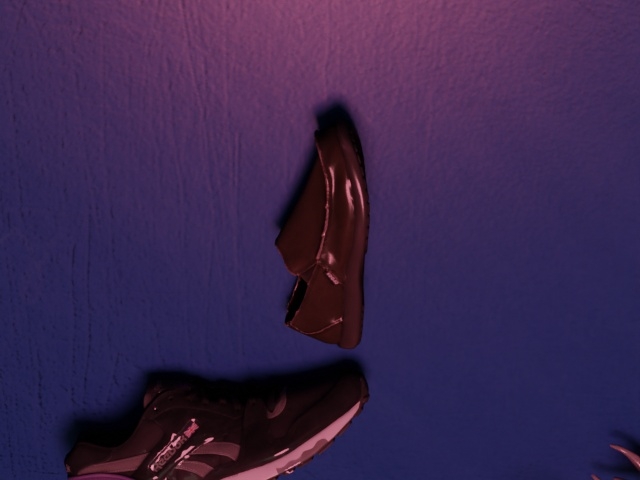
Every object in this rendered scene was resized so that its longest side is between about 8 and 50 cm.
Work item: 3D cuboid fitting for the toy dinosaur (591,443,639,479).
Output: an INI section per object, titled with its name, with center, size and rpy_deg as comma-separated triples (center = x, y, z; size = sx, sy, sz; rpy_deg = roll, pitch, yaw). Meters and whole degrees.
[toy dinosaur]
center = 0.389, 0.314, 1.652
size = 0.121, 0.160, 0.313
rpy_deg = -34, 126, -3

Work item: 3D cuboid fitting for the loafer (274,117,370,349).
[loafer]
center = 0.000, 0.000, 1.490
size = 0.078, 0.080, 0.220
rpy_deg = 0, 119, -2

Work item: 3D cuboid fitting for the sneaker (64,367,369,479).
[sneaker]
center = -0.097, 0.168, 1.571
size = 0.283, 0.107, 0.124
rpy_deg = -29, 96, 2
